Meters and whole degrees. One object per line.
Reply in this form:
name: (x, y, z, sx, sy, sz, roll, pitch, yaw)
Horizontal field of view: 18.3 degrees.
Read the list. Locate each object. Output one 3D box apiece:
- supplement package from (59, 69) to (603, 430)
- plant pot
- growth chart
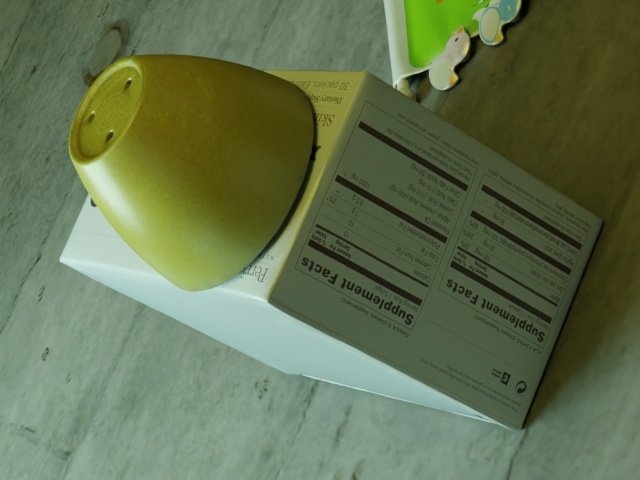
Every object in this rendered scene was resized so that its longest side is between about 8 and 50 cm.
supplement package: (0.000, 0.000, 1.239, 0.262, 0.204, 0.145, 7, 72, 56)
plant pot: (-0.084, -0.051, 1.113, 0.134, 0.095, 0.134, -34, 41, 35)
growth chart: (0.123, -0.211, 1.407, 0.237, 0.021, 0.172, -44, 36, 27)
